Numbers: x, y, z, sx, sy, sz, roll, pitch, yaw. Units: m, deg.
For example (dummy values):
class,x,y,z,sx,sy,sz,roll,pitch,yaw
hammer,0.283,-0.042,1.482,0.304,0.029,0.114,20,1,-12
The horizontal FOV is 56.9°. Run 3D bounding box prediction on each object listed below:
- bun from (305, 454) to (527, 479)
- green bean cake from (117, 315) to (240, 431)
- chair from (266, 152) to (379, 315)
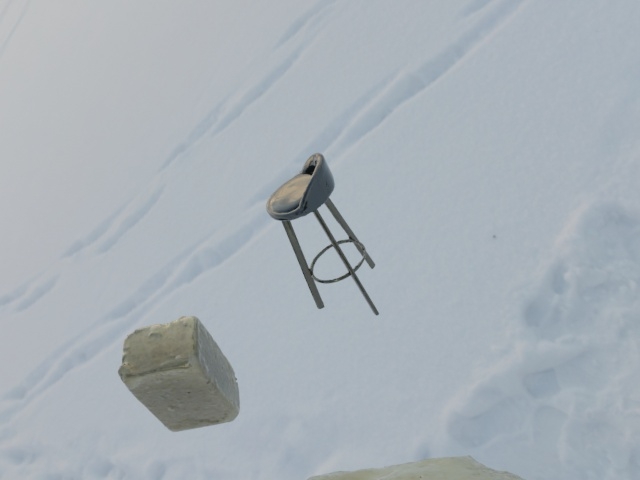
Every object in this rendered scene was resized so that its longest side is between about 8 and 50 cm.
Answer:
class,x,y,z,sx,sy,sz,roll,pitch,yaw
bun,0.064,0.316,0.455,0.365,0.365,0.219,-51,28,9
green bean cake,-0.191,0.190,0.825,0.109,0.179,0.085,-16,47,6
chair,0.001,0.000,0.759,0.095,0.221,0.104,-18,34,11
